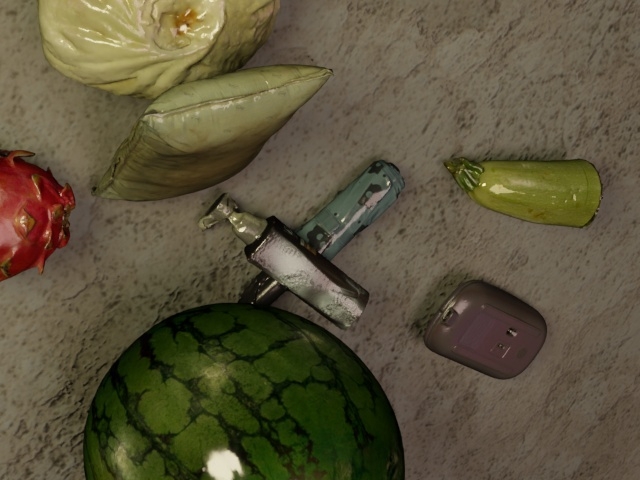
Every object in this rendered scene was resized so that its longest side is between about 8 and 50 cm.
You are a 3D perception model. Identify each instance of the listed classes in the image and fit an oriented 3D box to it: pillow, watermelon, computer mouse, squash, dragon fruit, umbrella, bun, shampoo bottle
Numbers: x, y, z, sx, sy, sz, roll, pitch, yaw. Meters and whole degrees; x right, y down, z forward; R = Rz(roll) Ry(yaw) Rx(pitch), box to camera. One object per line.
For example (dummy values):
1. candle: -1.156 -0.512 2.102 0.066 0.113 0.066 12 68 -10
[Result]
1. pillow: -0.115 -0.099 1.222 0.185 0.302 0.074 -19 86 -21
2. watermelon: -0.084 0.235 1.380 0.363 0.363 0.363 -18 127 -25
3. computer mouse: 0.225 0.124 1.728 0.232 0.057 0.120 24 103 -45
4. squash: 0.250 -0.074 1.609 0.224 0.094 0.094 8 114 -30
5. dragon fruit: -0.321 -0.021 1.204 0.166 0.133 0.136 -18 85 -27
6. umbrella: 0.000 0.001 1.491 0.250 0.052 0.053 -44 143 -4
7. bun: -0.139 -0.223 1.180 0.244 0.153 0.243 -20 133 -23
8. shampoo bottle: -0.041 0.022 1.425 0.208 0.057 0.063 38 92 -14
